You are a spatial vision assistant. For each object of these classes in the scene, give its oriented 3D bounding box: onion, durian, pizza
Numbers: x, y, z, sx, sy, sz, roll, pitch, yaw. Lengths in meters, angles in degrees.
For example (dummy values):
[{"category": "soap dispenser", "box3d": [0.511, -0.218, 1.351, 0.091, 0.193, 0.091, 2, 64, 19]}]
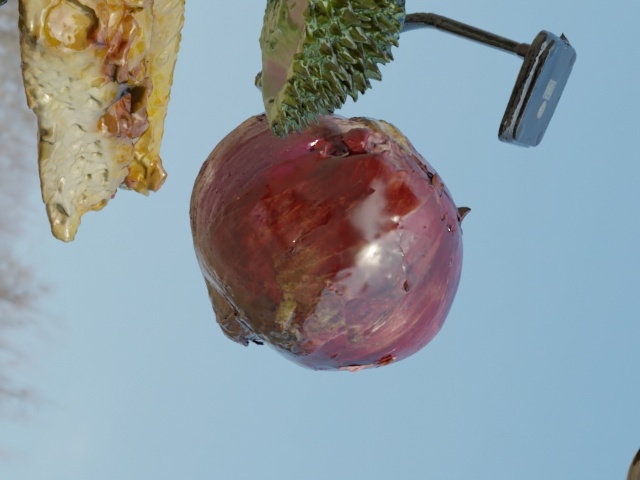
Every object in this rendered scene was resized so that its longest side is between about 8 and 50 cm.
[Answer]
[{"category": "onion", "box3d": [0.000, 0.000, 1.786, 0.276, 0.276, 0.276, -47, -150, 38]}, {"category": "durian", "box3d": [0.014, -0.156, 1.340, 0.220, 0.095, 0.137, 100, -14, -52]}, {"category": "pizza", "box3d": [-0.122, -0.112, 1.097, 0.365, 0.074, 0.182, 99, 1, -54]}]

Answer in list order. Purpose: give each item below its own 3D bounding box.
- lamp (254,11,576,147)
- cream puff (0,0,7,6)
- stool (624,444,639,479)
[{"category": "lamp", "box3d": [0.087, -0.164, 1.838, 0.203, 0.283, 0.124, 2, 94, -73]}, {"category": "cream puff", "box3d": [-0.235, -0.172, 1.053, 0.156, 0.156, 0.121, -57, -159, 21]}, {"category": "stool", "box3d": [0.219, 0.249, 1.212, 0.264, 0.179, 0.179, -46, -163, -20]}]
